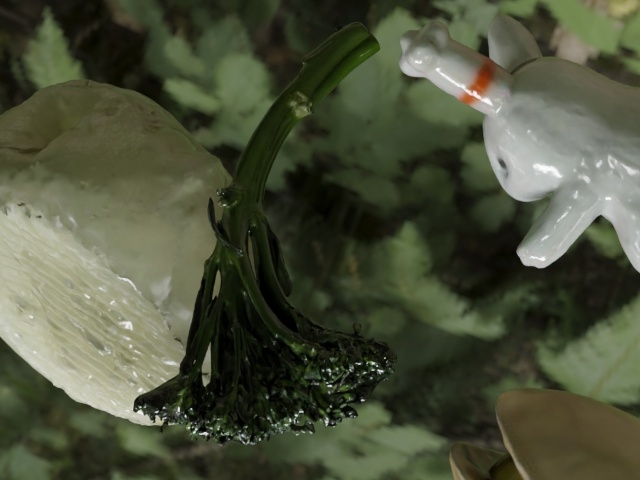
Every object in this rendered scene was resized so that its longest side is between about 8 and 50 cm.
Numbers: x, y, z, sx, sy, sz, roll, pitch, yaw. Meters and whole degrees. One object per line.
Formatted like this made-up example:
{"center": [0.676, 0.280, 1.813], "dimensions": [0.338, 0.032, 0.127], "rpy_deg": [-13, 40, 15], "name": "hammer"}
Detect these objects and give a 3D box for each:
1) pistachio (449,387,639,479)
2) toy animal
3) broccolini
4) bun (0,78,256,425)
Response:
{"center": [0.249, 0.254, 1.401], "dimensions": [0.318, 0.193, 0.214], "rpy_deg": [35, -162, -7], "name": "pistachio"}
{"center": [0.183, -0.064, 1.224], "dimensions": [0.282, 0.138, 0.140], "rpy_deg": [23, -153, 8], "name": "toy animal"}
{"center": [0.001, -0.008, 0.898], "dimensions": [0.123, 0.271, 0.062], "rpy_deg": [17, 154, 7], "name": "broccolini"}
{"center": [-0.186, 0.003, 1.547], "dimensions": [0.360, 0.211, 0.359], "rpy_deg": [25, 147, 18], "name": "bun"}
